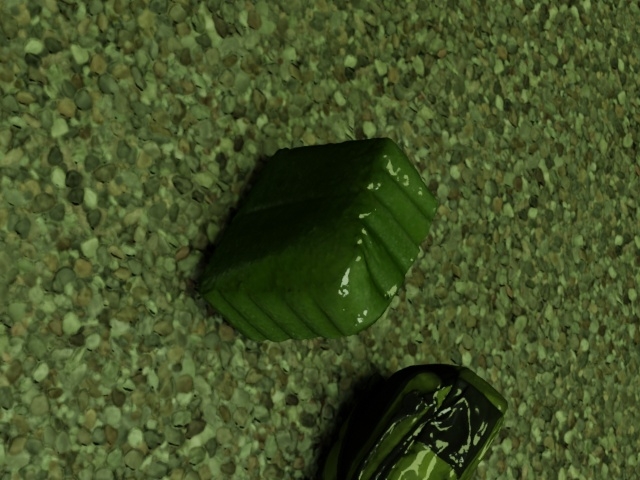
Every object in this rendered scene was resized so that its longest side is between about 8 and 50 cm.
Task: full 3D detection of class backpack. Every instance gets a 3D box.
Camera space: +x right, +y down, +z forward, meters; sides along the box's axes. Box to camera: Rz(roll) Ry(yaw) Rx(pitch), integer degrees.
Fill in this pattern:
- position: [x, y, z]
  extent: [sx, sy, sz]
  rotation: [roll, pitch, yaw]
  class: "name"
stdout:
- position: [0.095, 0.257, 1.402]
  extent: [0.140, 0.207, 0.253]
  rotation: [42, 68, -12]
  class: "backpack"

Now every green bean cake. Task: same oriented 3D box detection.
- position: [0.000, 0.000, 1.311]
  extent: [0.125, 0.248, 0.222]
  rotation: [45, 59, -29]
  class: "green bean cake"
